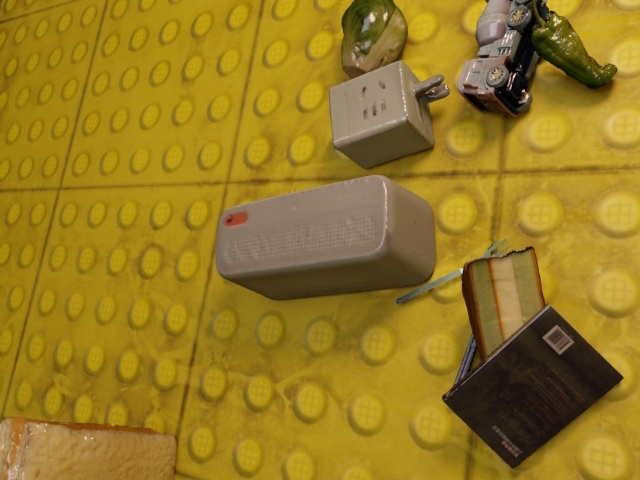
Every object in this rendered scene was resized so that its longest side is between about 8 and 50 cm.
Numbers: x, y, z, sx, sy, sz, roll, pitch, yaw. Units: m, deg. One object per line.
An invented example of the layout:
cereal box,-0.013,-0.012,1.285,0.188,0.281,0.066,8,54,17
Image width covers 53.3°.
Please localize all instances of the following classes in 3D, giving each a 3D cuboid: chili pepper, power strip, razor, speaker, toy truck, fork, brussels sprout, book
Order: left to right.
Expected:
speaker,0.000,0.000,1.229,0.405,0.184,0.184,-10,71,30
brussels sprout,0.107,-0.429,1.326,0.145,0.131,0.183,-21,60,32
power strip,0.145,-0.249,1.241,0.224,0.139,0.140,-15,67,29
fork,0.240,0.063,1.155,0.235,0.021,0.039,-29,57,24
razor,0.258,0.190,1.094,0.066,0.033,0.190,20,87,36
toy truck,0.337,-0.361,1.176,0.140,0.108,0.257,15,82,48
book,0.327,0.230,0.994,0.160,0.024,0.228,45,103,2
chili pepper,0.411,-0.335,1.090,0.204,0.072,0.073,44,99,-2

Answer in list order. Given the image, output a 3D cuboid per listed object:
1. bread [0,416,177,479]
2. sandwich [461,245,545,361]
bread,-0.475,0.487,1.272,0.165,0.375,0.237,-1,71,35
sandwich,0.299,0.129,1.000,0.117,0.144,0.188,-14,67,7
